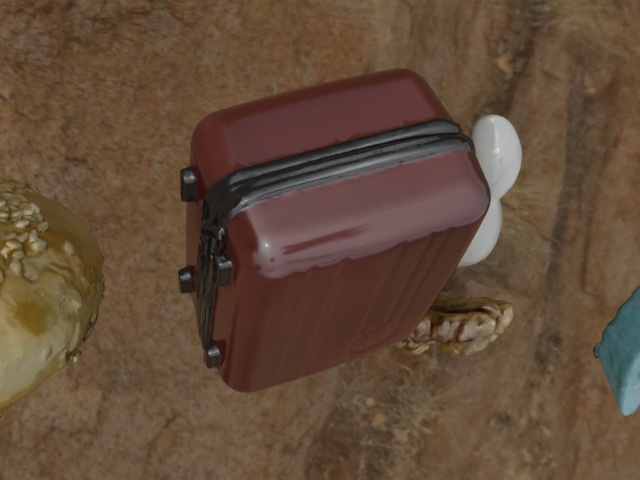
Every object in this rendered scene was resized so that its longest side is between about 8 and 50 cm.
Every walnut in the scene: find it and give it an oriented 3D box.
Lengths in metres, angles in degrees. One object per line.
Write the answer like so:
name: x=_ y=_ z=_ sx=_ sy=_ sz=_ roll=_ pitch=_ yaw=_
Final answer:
walnut: x=0.150 y=0.105 z=1.137 sx=0.143 sy=0.170 sz=0.069 roll=-19 pitch=107 yaw=-53

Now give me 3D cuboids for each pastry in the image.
pastry: x=-0.376 y=0.039 z=0.948 sx=0.285 sy=0.315 sz=0.184 roll=-3 pitch=127 yaw=7

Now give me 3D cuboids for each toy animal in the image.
toy animal: x=0.117 y=-0.069 z=0.988 sx=0.128 sy=0.193 sz=0.178 roll=-21 pitch=130 yaw=-18

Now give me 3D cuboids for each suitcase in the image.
suitcase: x=0.000 y=0.000 z=0.805 sx=0.236 sy=0.161 sz=0.297 roll=-16 pitch=154 yaw=-18

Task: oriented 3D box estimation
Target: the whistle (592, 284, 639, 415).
whistle: x=0.213 y=0.032 z=0.323 sx=0.186 sy=0.093 sz=0.273 roll=22 pitch=111 yaw=-17
